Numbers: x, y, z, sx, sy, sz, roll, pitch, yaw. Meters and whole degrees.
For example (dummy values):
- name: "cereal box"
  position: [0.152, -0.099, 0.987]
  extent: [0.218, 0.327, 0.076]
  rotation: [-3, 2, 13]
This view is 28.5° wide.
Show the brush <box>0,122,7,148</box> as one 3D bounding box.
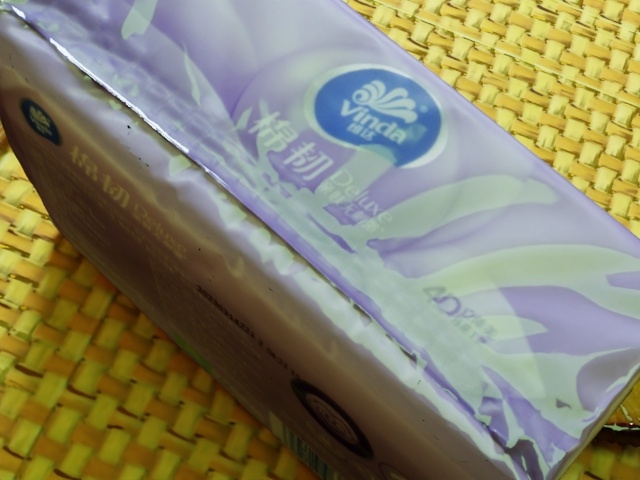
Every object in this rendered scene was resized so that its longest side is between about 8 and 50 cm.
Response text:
- name: "brush"
  position: [-0.217, -0.059, 0.783]
  extent: [0.090, 0.017, 0.314]
  rotation: [28, 58, 10]

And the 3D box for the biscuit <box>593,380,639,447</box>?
- name: "biscuit"
  position: [0.184, 0.068, 0.775]
  extent: [0.206, 0.025, 0.126]
  rotation: [10, 57, -3]

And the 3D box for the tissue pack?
- name: "tissue pack"
  position: [0.000, 0.000, 0.646]
  extent: [0.338, 0.242, 0.160]
  rotation: [41, 71, 13]
